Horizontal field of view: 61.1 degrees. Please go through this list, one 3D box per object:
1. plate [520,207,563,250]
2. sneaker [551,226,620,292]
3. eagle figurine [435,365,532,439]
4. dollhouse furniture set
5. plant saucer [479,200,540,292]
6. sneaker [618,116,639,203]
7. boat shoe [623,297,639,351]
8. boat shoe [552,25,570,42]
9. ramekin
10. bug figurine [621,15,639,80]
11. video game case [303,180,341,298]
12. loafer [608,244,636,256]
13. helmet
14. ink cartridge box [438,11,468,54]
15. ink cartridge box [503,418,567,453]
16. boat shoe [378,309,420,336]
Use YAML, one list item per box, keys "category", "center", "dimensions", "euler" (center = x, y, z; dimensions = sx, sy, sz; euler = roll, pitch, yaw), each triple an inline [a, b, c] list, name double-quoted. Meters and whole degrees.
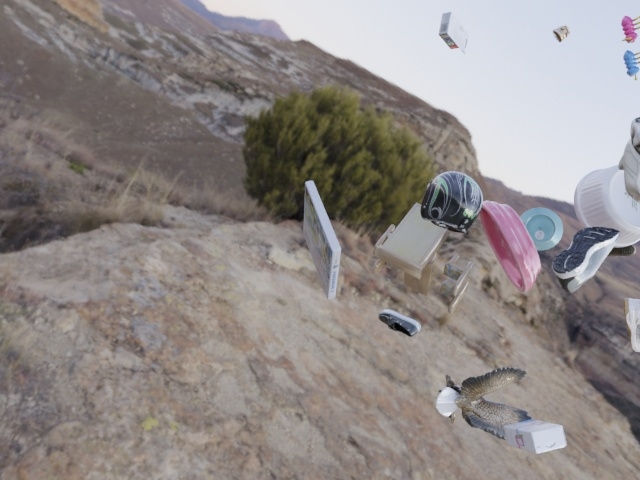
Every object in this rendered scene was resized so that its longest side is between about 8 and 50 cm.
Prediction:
- category: "plate"
  center: [0.943, -0.051, 2.331]
  dimensions: [0.188, 0.188, 0.024]
  euler: [36, 2, 16]
- category: "sneaker"
  center: [0.775, 0.048, 1.584]
  dimensions: [0.100, 0.271, 0.108]
  euler: [21, -39, 54]
- category: "eagle figurine"
  center: [0.575, 0.556, 1.919]
  dimensions: [0.298, 0.225, 0.226]
  euler: [-4, -43, 42]
- category: "dollhouse furniture set"
  center: [0.356, 0.098, 2.057]
  dimensions: [0.362, 0.256, 0.394]
  euler: [28, -31, 24]
- category: "plant saucer"
  center: [0.640, 0.009, 1.821]
  dimensions: [0.332, 0.084, 0.332]
  euler: [63, 8, -15]
- category: "sneaker"
  center: [0.610, -0.097, 0.958]
  dimensions: [0.110, 0.118, 0.292]
  euler: [11, 44, -1]
- category: "boat shoe"
  center: [1.058, 0.283, 1.767]
  dimensions: [0.096, 0.098, 0.277]
  euler: [-7, -39, 33]
- category: "boat shoe"
  center: [1.000, -0.862, 2.245]
  dimensions: [0.063, 0.059, 0.170]
  euler: [55, 27, -10]
- category: "ramekin"
  center: [0.974, -0.122, 1.750]
  dimensions: [0.273, 0.273, 0.127]
  euler: [33, -19, -2]
- category: "bug figurine"
  center: [1.074, -0.655, 1.757]
  dimensions: [0.216, 0.072, 0.279]
  euler: [68, -20, -3]
- category: "video game case"
  center: [0.000, 0.000, 1.972]
  dimensions: [0.036, 0.300, 0.329]
  euler: [-12, 53, -12]
- category: "loafer"
  center: [1.004, 0.032, 1.860]
  dimensions: [0.050, 0.056, 0.148]
  euler: [10, 2, -43]
- category: "helmet"
  center: [0.377, -0.115, 1.544]
  dimensions: [0.169, 0.161, 0.169]
  euler: [19, -1, 0]
- category: "ink cartridge box"
  center: [0.357, -0.550, 1.449]
  dimensions: [0.029, 0.063, 0.115]
  euler: [6, -10, 39]
- category: "ink cartridge box"
  center: [0.527, 0.481, 1.336]
  dimensions: [0.088, 0.052, 0.122]
  euler: [-7, -8, -15]
- category: "boat shoe"
  center: [0.207, 0.225, 1.478]
  dimensions: [0.142, 0.040, 0.049]
  euler: [12, -47, 48]
